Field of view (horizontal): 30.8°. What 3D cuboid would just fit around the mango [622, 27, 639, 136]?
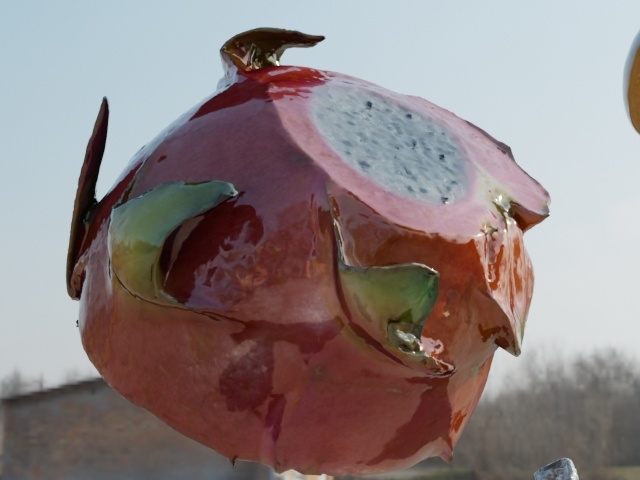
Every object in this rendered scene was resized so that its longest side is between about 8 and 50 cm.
[{"bbox_3d":[0.390,-0.203,1.071,0.191,0.160,0.290,-35,-25,-31],"label":"mango"}]

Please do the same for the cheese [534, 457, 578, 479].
[{"bbox_3d":[0.158,0.186,0.725,0.086,0.036,0.162,-34,15,15],"label":"cheese"}]

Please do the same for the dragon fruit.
[{"bbox_3d":[0.000,0.000,0.695,0.291,0.189,0.290,16,27,-8],"label":"dragon fruit"}]
